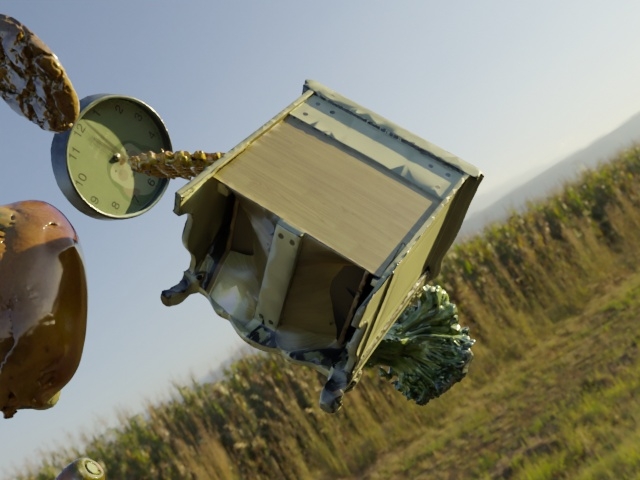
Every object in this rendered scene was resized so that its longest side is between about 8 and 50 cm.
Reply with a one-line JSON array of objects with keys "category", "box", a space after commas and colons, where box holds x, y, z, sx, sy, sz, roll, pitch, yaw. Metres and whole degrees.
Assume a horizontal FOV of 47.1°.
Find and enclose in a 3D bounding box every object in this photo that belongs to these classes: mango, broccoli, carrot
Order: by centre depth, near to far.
[{"category": "mango", "box": [-0.381, 0.073, 0.905, 0.201, 0.287, 0.152, -22, -23, 20]}, {"category": "broccoli", "box": [0.146, 0.158, 1.246, 0.199, 0.274, 0.177, -58, 35, -1]}, {"category": "carrot", "box": [-0.473, 0.485, 1.334, 0.193, 0.087, 0.087, -51, -9, 1]}]

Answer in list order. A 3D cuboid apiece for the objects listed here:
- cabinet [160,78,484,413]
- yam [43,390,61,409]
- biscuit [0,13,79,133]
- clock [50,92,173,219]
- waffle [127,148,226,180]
[{"category": "cabinet", "box": [0.000, 0.000, 0.981, 0.318, 0.290, 0.227, -47, -19, -42]}, {"category": "yam", "box": [-0.467, 0.234, 1.202, 0.078, 0.078, 0.179, -28, -11, -20]}, {"category": "biscuit", "box": [-0.490, -0.270, 1.210, 0.042, 0.226, 0.226, -49, 3, -34]}, {"category": "clock", "box": [-0.508, -0.206, 1.821, 0.066, 0.319, 0.319, 5, 20, 43]}, {"category": "waffle", "box": [-0.272, -0.155, 1.507, 0.231, 0.051, 0.228, -1, 2, -42]}]
